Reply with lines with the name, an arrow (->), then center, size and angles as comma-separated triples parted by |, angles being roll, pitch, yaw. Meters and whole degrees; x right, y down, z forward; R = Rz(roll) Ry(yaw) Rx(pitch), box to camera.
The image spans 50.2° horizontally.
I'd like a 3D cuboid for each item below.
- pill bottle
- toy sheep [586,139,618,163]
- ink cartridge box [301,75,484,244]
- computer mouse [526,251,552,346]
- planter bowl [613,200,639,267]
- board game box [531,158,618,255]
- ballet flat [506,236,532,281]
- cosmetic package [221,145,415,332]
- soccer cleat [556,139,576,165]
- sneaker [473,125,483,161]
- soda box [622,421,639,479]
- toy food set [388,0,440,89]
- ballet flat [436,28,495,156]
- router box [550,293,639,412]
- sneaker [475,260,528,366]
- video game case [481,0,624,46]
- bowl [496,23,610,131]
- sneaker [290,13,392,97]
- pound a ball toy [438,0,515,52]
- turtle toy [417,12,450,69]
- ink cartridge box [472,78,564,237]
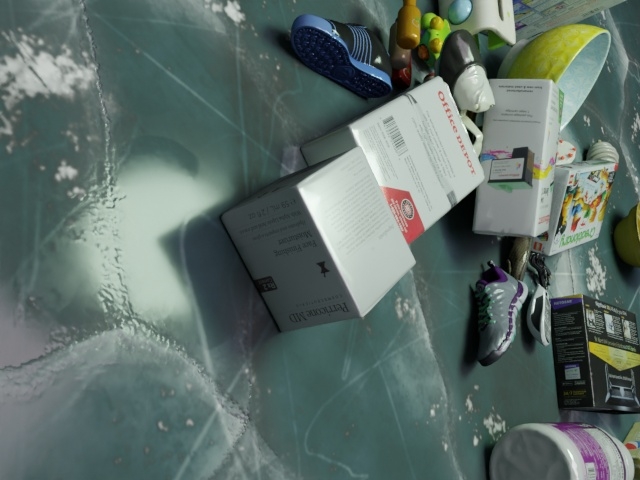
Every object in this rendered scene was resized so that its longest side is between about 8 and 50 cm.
pill bottle -> 0.455, 0.419, 1.251 | 0.301, 0.169, 0.169 | 15, 68, -44
toy sheep -> 0.757, -0.220, 1.837 | 0.091, 0.091, 0.132 | 34, 41, -35
ink cartridge box -> 0.126, -0.122, 1.096 | 0.273, 0.114, 0.197 | -35, 104, -42
computer mouse -> 0.456, 0.130, 1.433 | 0.106, 0.042, 0.193 | 51, 43, -45
planter bowl -> 0.872, 0.002, 1.883 | 0.217, 0.090, 0.217 | 18, 65, -43
board game box -> 0.588, -0.083, 1.573 | 0.305, 0.053, 0.193 | -12, 117, -48
ballet flat -> 0.416, -0.016, 1.433 | 0.084, 0.058, 0.250 | 74, 29, -62
cosmetic package -> 0.000, 0.000, 0.906 | 0.151, 0.151, 0.183 | -37, 104, -46
soccer cleat -> 0.519, -0.162, 1.560 | 0.068, 0.076, 0.196 | 36, 56, 15
sneaker -> 0.318, -0.180, 1.382 | 0.188, 0.066, 0.071 | -36, 125, -44
soda box -> 0.768, 0.502, 1.638 | 0.181, 0.061, 0.058 | -24, 95, -48
toy food set -> 0.193, -0.336, 1.245 | 0.232, 0.111, 0.104 | 27, 59, -40
ballet flat -> 0.253, -0.219, 1.188 | 0.095, 0.096, 0.280 | -20, 127, -29
router box -> 0.639, 0.267, 1.558 | 0.309, 0.081, 0.243 | 18, 66, -43
sneaker -> 0.312, 0.134, 1.272 | 0.098, 0.083, 0.223 | 41, 44, -4
video game case -> 0.495, -0.529, 1.510 | 0.244, 0.269, 0.061 | -1, 78, -47
bowl -> 0.487, -0.359, 1.510 | 0.156, 0.289, 0.289 | 37, 36, 24
sneaker -> 0.035, -0.314, 1.101 | 0.232, 0.081, 0.090 | 23, 59, -49
pound a ball toy -> 0.337, -0.554, 1.396 | 0.136, 0.208, 0.319 | 16, 67, -44
turtle toy -> 0.222, -0.387, 1.325 | 0.095, 0.066, 0.130 | 28, 56, -50
ink cartridge box -> 0.375, -0.151, 1.284 | 0.201, 0.117, 0.278 | -10, 106, -64
